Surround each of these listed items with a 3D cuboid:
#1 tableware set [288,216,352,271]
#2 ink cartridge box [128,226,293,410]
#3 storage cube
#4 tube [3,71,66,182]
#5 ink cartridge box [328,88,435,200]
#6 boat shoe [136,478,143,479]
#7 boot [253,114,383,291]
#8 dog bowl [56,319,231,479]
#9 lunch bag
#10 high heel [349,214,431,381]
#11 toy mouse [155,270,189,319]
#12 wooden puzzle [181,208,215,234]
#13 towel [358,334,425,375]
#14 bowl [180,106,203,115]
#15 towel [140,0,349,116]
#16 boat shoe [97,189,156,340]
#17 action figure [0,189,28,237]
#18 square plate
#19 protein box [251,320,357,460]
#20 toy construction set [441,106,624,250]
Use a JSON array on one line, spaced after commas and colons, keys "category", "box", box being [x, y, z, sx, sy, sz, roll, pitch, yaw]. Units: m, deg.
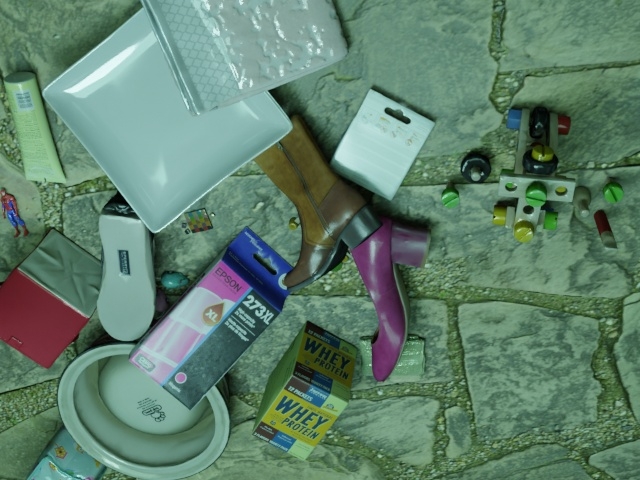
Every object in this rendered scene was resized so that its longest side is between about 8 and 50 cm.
[{"category": "tableware set", "box": [0.000, 0.000, 1.644, 0.154, 0.024, 0.104, 37, 122, -13]}, {"category": "ink cartridge box", "box": [-0.216, 0.165, 1.654, 0.176, 0.069, 0.371, 43, 86, -14]}, {"category": "storage cube", "box": [-0.598, 0.125, 1.721, 0.215, 0.183, 0.193, 39, 118, -12]}, {"category": "tube", "box": [-0.589, -0.224, 1.599, 0.070, 0.062, 0.240, 34, 139, 42]}, {"category": "ink cartridge box", "box": [0.115, -0.187, 1.514, 0.146, 0.045, 0.179, 27, 110, -5]}, {"category": "boat shoe", "box": [-0.477, 0.707, 2.078, 0.098, 0.109, 0.302, 8, 126, 4]}, {"category": "boot", "box": [-0.052, -0.064, 1.538, 0.280, 0.096, 0.264, 50, 129, 6]}, {"category": "dog bowl", "box": [-0.396, 0.365, 1.838, 0.408, 0.150, 0.407, 3, 118, 6]}, {"category": "lunch bag", "box": [-0.631, 0.576, 1.958, 0.160, 0.223, 0.262, 35, 120, -5]}, {"category": "high heel", "box": [0.106, 0.121, 1.640, 0.182, 0.127, 0.377, 12, 110, 3]}, {"category": "toy mouse", "box": [-0.345, 0.119, 1.762, 0.161, 0.031, 0.143, -36, 108, 25]}, {"category": "wooden puzzle", "box": [-0.262, -0.042, 1.671, 0.083, 0.006, 0.049, -12, 117, 16]}, {"category": "towel", "box": [0.162, 0.261, 1.760, 0.148, 0.027, 0.110, -1, 118, 10]}, {"category": "bowl", "box": [-0.239, -0.218, 1.542, 0.142, 0.053, 0.142, 23, 119, -5]}, {"category": "towel", "box": [-0.142, -0.415, 1.346, 0.317, 0.053, 0.331, -25, 116, -7]}, {"category": "boat shoe", "box": [-0.396, 0.039, 1.653, 0.127, 0.158, 0.340, 9, 121, -3]}, {"category": "action figure", "box": [-0.680, -0.060, 1.720, 0.038, 0.030, 0.115, -4, 117, 17]}, {"category": "square plate", "box": [-0.286, -0.248, 1.472, 0.347, 0.049, 0.344, -36, 98, 9]}, {"category": "protein box", "box": [-0.033, 0.332, 1.732, 0.136, 0.199, 0.201, 28, 119, -7]}, {"category": "toy construction set", "box": [0.412, -0.070, 1.408, 0.309, 0.237, 0.257, 27, 120, -6]}]
